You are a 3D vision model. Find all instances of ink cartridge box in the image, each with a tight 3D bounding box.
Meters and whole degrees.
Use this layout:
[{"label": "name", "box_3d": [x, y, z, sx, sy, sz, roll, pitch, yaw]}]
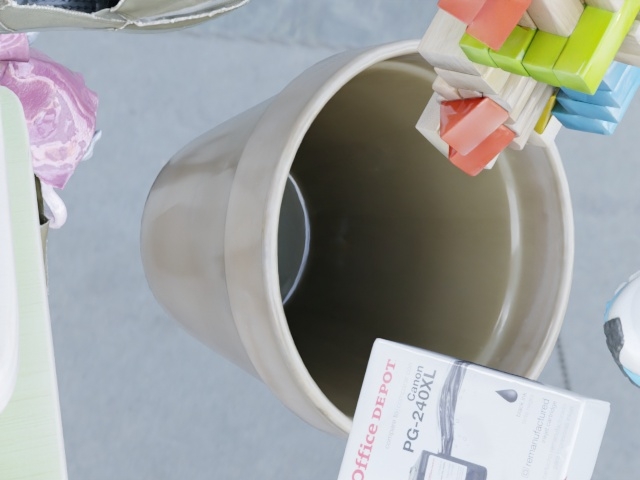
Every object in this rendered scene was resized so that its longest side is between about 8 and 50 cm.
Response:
[{"label": "ink cartridge box", "box_3d": [0.095, 0.134, 1.092, 0.150, 0.063, 0.109, 15, 89, 26]}]

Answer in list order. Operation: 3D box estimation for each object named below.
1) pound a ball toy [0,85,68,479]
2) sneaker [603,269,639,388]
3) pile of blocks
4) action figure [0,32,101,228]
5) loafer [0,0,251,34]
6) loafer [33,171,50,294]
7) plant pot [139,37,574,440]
[{"label": "pound a ball toy", "box_3d": [-0.135, 0.045, 0.435, 0.136, 0.208, 0.319, -8, 41, -7]}, {"label": "sneaker", "box_3d": [0.230, 0.030, 0.824, 0.191, 0.083, 0.071, -7, 79, -18]}, {"label": "pile of blocks", "box_3d": [0.127, -0.097, 1.001, 0.149, 0.362, 0.112, 27, 79, 13]}, {"label": "action figure", "box_3d": [-0.431, -0.207, 2.012, 0.248, 0.370, 0.275, 14, 81, 28]}, {"label": "loafer", "box_3d": [-0.130, -0.180, 1.148, 0.251, 0.094, 0.087, -15, 14, -27]}, {"label": "loafer", "box_3d": [-0.274, 0.000, 1.538, 0.056, 0.050, 0.148, -7, 86, -39]}, {"label": "plant pot", "box_3d": [0.000, 0.000, 1.414, 0.323, 0.280, 0.323, -3, 94, -39]}]
